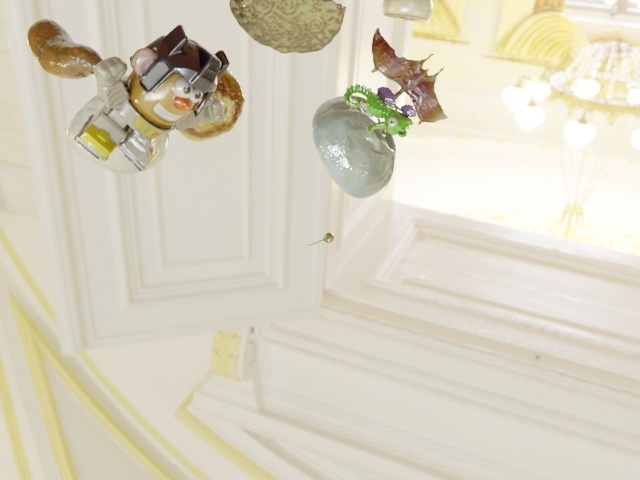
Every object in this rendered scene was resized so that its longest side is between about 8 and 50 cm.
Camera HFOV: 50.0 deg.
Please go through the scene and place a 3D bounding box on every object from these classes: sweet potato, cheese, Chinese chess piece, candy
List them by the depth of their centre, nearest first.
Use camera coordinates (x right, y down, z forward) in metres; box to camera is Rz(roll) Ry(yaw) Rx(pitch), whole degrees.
[{"bbox_3d":[-0.528,-0.380,1.414,0.097,0.097,0.292,-19,-139,-35],"label":"sweet potato"},{"bbox_3d":[-0.422,-0.229,1.484,0.189,0.198,0.154,26,-136,-52],"label":"cheese"},{"bbox_3d":[0.000,0.000,1.635,0.083,0.025,0.023,-16,-160,43],"label":"candy"},{"bbox_3d":[0.209,-0.558,1.648,0.122,0.051,0.122,9,-169,-2],"label":"Chinese chess piece"}]

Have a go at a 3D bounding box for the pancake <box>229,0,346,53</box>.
[{"bbox_3d":[-0.064,-0.451,1.324,0.212,0.235,0.029,-12,-128,17],"label":"pancake"}]

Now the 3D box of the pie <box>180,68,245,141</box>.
[{"bbox_3d":[-0.276,-0.333,1.594,0.179,0.205,0.084,-33,-154,-10],"label":"pie"}]

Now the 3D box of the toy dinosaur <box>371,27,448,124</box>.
[{"bbox_3d":[0.279,-0.476,2.071,0.327,0.206,0.113,20,-157,-13],"label":"toy dinosaur"}]

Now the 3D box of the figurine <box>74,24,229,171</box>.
[{"bbox_3d":[-0.298,-0.262,1.249,0.143,0.308,0.308,50,-137,6],"label":"figurine"}]

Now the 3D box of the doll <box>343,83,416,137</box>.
[{"bbox_3d":[0.134,-0.299,1.577,0.115,0.050,0.190,-37,-114,-16],"label":"doll"}]

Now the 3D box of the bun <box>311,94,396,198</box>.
[{"bbox_3d":[0.125,-0.314,2.236,0.211,0.362,0.362,-26,-158,20],"label":"bun"}]
